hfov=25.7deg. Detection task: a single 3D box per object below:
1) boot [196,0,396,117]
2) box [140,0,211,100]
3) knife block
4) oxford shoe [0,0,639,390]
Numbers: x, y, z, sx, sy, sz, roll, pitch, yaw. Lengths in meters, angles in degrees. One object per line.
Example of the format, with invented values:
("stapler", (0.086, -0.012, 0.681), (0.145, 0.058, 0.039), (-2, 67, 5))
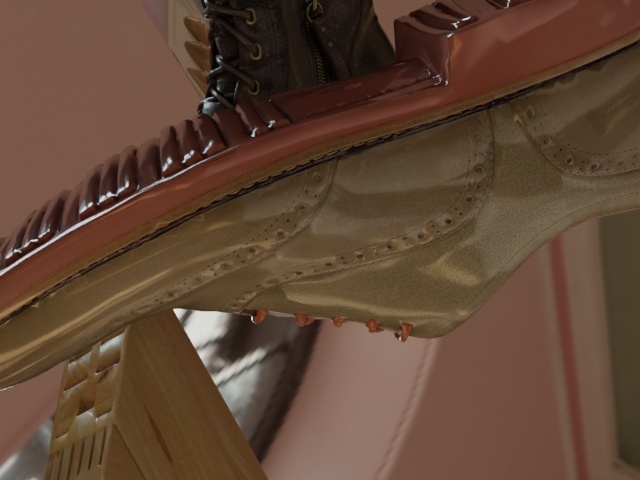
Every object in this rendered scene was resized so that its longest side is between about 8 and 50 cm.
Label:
("boot", (-0.051, -0.123, 0.788), (0.091, 0.263, 0.229), (9, -55, 44))
("box", (-0.086, -0.180, 1.015), (0.063, 0.067, 0.324), (-2, -53, 51))
("knife block", (-0.077, 0.201, 0.995), (0.242, 0.276, 0.088), (28, -39, -32))
("oxford shoe", (0.000, 0.000, 0.655), (0.140, 0.397, 0.147), (-99, 165, -73))
